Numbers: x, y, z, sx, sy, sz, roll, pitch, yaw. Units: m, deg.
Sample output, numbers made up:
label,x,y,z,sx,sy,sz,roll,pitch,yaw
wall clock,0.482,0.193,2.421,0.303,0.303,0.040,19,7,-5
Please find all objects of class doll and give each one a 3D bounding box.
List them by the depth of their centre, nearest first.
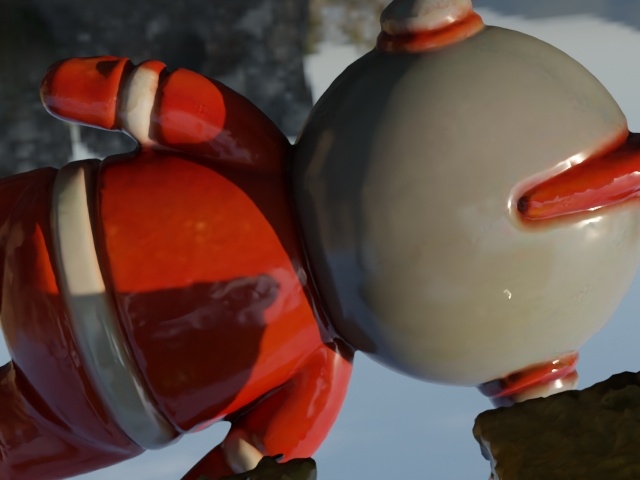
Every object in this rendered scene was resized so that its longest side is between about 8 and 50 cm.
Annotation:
label,x,y,z,sx,sy,sz,roll,pitch,yaw
doll,0.000,0.000,0.730,0.336,0.200,0.105,-17,-175,12

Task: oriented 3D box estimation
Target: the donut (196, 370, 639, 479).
label,x,y,z,sx,sy,sz,roll,pitch,yaw
donut,0.040,0.144,0.622,0.259,0.152,0.101,-17,-168,14
